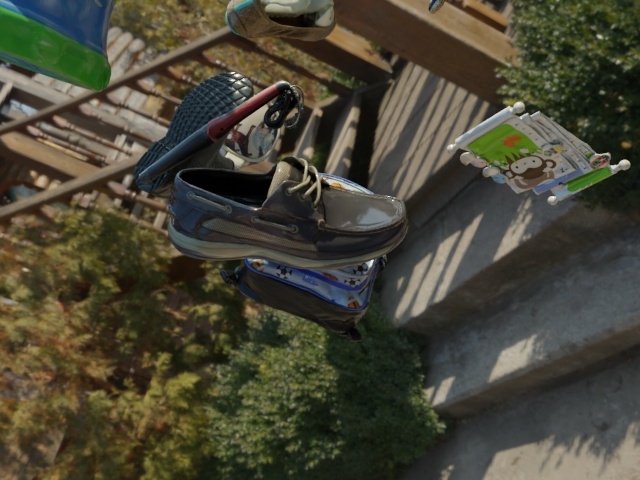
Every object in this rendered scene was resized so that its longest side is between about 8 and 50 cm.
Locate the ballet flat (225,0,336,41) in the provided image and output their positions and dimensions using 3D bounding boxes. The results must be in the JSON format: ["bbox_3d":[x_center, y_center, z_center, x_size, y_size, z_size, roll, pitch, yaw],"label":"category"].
[{"bbox_3d":[-0.051,-0.511,1.267,0.124,0.342,0.116,-20,89,45],"label":"ballet flat"}]

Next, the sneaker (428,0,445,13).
[{"bbox_3d":[0.176,-0.382,0.852,0.032,0.037,0.083,-45,-19,-58],"label":"sneaker"}]

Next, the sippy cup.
[{"bbox_3d":[-0.291,-0.288,0.542,0.305,0.240,0.224,26,97,57],"label":"sippy cup"}]

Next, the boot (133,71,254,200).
[{"bbox_3d":[-0.185,-0.154,0.951,0.246,0.083,0.161,-46,-20,4],"label":"boot"}]

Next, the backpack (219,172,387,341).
[{"bbox_3d":[0.000,0.000,1.039,0.213,0.277,0.263,120,174,-48],"label":"backpack"}]

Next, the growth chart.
[{"bbox_3d":[0.340,-0.132,0.921,0.172,0.237,0.021,-43,27,53],"label":"growth chart"}]

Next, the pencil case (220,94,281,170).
[{"bbox_3d":[-0.250,-0.229,1.463,0.183,0.160,0.410,-54,17,-22],"label":"pencil case"}]

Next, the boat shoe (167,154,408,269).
[{"bbox_3d":[-0.046,-0.044,0.824,0.132,0.356,0.130,-95,5,-51],"label":"boat shoe"}]

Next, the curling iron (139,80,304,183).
[{"bbox_3d":[-0.146,-0.151,0.840,0.274,0.068,0.035,-25,5,4],"label":"curling iron"}]
